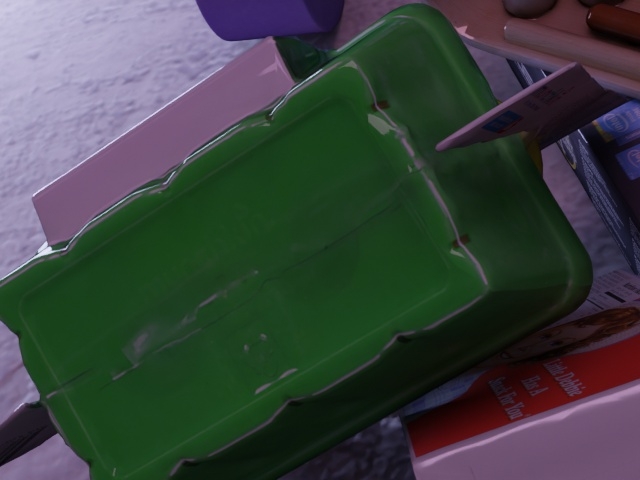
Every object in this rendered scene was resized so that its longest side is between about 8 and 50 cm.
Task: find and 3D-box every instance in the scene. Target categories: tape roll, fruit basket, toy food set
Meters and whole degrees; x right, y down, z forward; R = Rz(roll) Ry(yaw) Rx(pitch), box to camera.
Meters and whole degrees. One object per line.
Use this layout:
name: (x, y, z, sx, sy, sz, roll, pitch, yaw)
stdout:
tape roll: (-0.041, -0.246, 1.028, 0.080, 0.189, 0.189, -4, 51, 15)
fruit basket: (0.000, 0.000, 0.696, 0.327, 0.353, 0.165, -32, 91, 16)
toy food set: (0.235, -0.191, 0.839, 0.306, 0.092, 0.219, 25, 63, 34)

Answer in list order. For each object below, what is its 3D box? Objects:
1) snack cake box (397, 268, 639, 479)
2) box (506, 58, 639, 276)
snack cake box: (0.119, 0.090, 0.672, 0.152, 0.089, 0.264, -18, 5, 2)
box: (0.317, -0.086, 0.848, 0.318, 0.097, 0.395, -23, 48, 3)
